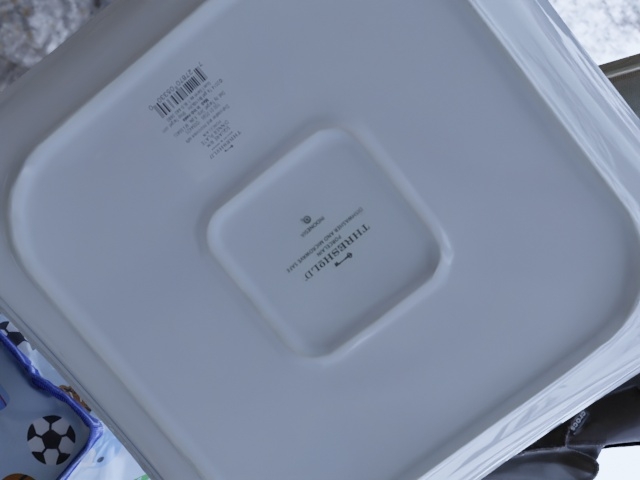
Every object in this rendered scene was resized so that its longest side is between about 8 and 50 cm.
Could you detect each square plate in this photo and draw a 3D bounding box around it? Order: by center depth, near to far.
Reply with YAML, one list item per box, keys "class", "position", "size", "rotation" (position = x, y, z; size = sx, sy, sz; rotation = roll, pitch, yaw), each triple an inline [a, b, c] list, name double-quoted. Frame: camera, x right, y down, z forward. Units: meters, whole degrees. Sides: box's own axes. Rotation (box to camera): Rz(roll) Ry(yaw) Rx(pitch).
- class: "square plate"
  position: [0.000, 0.000, 0.473]
  size: [0.347, 0.344, 0.049]
  rotation: [-38, -173, 8]

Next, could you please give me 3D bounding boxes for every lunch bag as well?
- class: "lunch bag"
  position: [-0.312, 0.278, 0.982]
  size: [0.239, 0.328, 0.385]
  rotation: [36, -79, 25]

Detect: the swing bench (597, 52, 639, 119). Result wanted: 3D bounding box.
- class: "swing bench"
  position: [0.306, -0.098, 0.781]
  size: [0.253, 0.255, 0.165]
  rotation: [-11, -80, 38]

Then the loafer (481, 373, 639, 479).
- class: "loafer"
  position: [0.164, 0.145, 0.631]
  size: [0.220, 0.080, 0.078]
  rotation: [-20, -107, 6]
